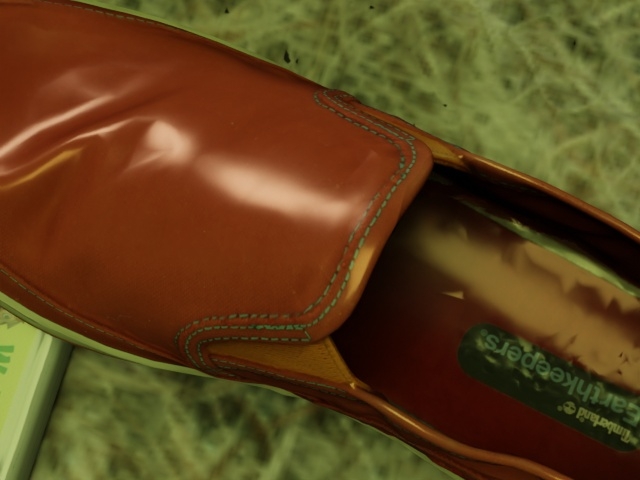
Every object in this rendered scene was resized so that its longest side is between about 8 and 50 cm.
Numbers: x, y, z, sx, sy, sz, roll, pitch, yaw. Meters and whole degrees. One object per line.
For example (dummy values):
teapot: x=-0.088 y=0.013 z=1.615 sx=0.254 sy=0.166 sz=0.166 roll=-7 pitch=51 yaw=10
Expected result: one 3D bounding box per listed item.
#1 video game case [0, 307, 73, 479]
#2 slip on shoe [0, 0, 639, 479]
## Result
video game case: x=-0.204 y=0.085 z=0.397 sx=0.193 sy=0.023 sz=0.212 roll=16 pitch=79 yaw=6
slip on shoe: x=0.000 y=0.000 z=0.358 sx=0.331 sy=0.101 sz=0.123 roll=26 pitch=72 yaw=6
